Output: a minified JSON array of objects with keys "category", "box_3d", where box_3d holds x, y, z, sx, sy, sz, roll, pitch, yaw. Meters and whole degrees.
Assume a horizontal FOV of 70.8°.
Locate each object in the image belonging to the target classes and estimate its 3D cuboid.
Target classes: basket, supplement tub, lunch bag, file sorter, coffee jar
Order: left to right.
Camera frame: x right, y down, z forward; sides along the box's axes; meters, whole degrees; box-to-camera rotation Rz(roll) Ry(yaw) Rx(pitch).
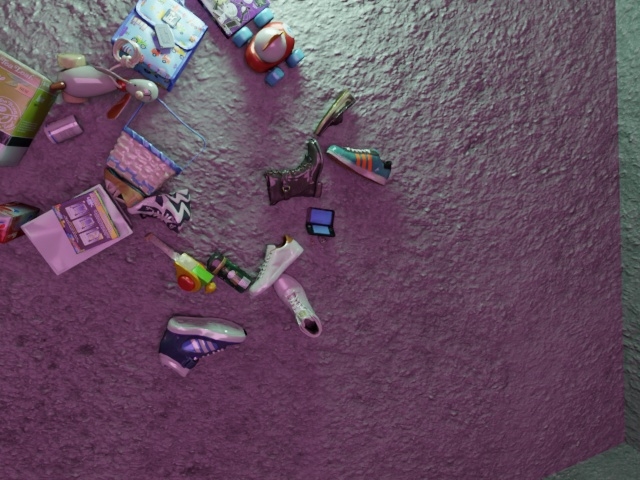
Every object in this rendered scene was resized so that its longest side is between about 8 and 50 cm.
[{"category":"supplement tub","box_3d":[-0.882,-0.382,1.546,0.107,0.071,0.071,-26,107,-11]},{"category":"file sorter","box_3d":[-0.827,-0.049,1.572,0.278,0.173,0.193,-32,107,-9]},{"category":"basket","box_3d":[-0.585,-0.324,1.577,0.255,0.201,0.289,43,87,-17]},{"category":"lunch bag","box_3d":[-0.549,-0.717,1.571,0.221,0.138,0.293,31,78,-20]},{"category":"coffee jar","box_3d":[-0.365,0.126,1.787,0.184,0.096,0.079,41,84,-19]}]

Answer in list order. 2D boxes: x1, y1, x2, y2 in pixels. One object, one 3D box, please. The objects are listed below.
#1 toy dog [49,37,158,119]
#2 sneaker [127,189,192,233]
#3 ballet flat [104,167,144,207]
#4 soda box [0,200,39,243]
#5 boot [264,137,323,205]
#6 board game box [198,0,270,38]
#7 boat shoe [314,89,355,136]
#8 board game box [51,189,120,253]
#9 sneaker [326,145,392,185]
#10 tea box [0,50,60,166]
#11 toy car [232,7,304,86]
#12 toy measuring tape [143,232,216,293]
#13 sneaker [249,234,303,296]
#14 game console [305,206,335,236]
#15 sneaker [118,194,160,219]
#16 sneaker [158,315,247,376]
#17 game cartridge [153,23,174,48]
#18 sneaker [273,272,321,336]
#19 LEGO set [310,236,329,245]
[{"category":"toy dog","box_3d":[-0.724,-0.504,1.458,0.334,0.161,0.220,-6,124,14]},{"category":"sneaker","box_3d":[-0.573,-0.090,1.647,0.235,0.094,0.153,-24,101,-48]},{"category":"ballet flat","box_3d":[-0.705,-0.185,1.565,0.073,0.232,0.080,-51,147,-11]},{"category":"soda box","box_3d":[-1.011,-0.063,1.464,0.083,0.263,0.092,20,94,-17]},{"category":"boot","box_3d":[-0.109,-0.271,1.792,0.229,0.091,0.263,-5,104,-17]},{"category":"board game box","box_3d":[-0.367,-0.937,1.611,0.208,0.056,0.347,-43,109,-10]},{"category":"boat shoe","box_3d":[0.062,-0.500,1.806,0.073,0.080,0.223,37,84,-15]},{"category":"board game box","box_3d":[-0.765,-0.062,1.473,0.141,0.048,0.170,-24,104,-14]},{"category":"sneaker","box_3d":[0.165,-0.337,1.860,0.302,0.108,0.121,23,92,-28]},{"category":"tea box","box_3d":[-1.068,-0.447,1.398,0.329,0.220,0.323,29,90,-19]},{"category":"toy car","box_3d":[-0.168,-0.708,1.612,0.210,0.238,0.219,-43,109,-5]},{"category":"toy measuring tape","box_3d":[-0.547,0.104,1.736,0.330,0.121,0.121,36,89,-3]},{"category":"sneaker","box_3d":[-0.206,0.096,1.823,0.123,0.106,0.290,48,67,-13]},{"category":"game console","box_3d":[0.005,-0.075,1.876,0.122,0.107,0.071,6,127,-17]},{"category":"sneaker","box_3d":[-0.661,-0.120,1.670,0.170,0.051,0.089,3,99,-29]},{"category":"sneaker","box_3d":[-0.479,0.439,1.807,0.323,0.130,0.236,12,106,-23]},{"category":"game cartridge","box_3d":[-0.522,-0.684,1.511,0.056,0.017,0.083,-16,91,-27]},{"category":"sneaker","box_3d":[-0.086,0.268,1.861,0.108,0.169,0.292,-36,107,-6]},{"category":"LEGO set","box_3d":[0.000,0.003,1.912,0.083,0.023,0.054,-32,108,-9]}]
